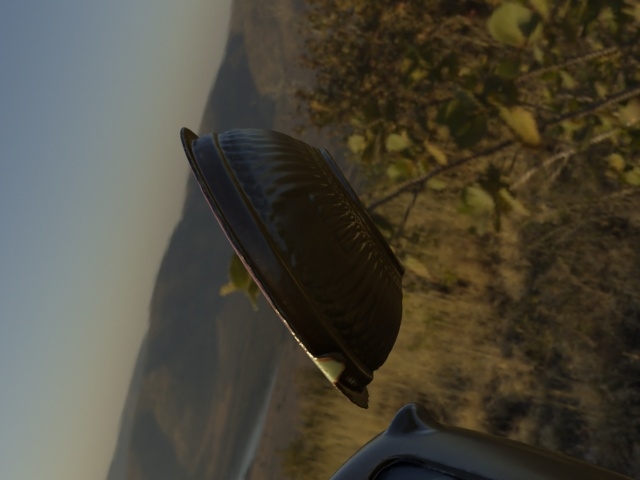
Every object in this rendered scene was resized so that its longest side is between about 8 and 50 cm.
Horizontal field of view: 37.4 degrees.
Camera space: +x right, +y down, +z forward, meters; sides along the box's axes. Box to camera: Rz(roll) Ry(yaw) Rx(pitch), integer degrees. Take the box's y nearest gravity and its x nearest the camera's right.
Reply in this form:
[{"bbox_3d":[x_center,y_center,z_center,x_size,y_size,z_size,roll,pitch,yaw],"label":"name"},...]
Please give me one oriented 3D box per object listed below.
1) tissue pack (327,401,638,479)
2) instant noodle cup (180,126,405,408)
[{"bbox_3d":[0.154,0.317,0.796,0.267,0.387,0.276,-34,-56,-44],"label":"tissue pack"},{"bbox_3d":[0.000,0.000,0.768,0.091,0.274,0.274,-33,15,4],"label":"instant noodle cup"}]
